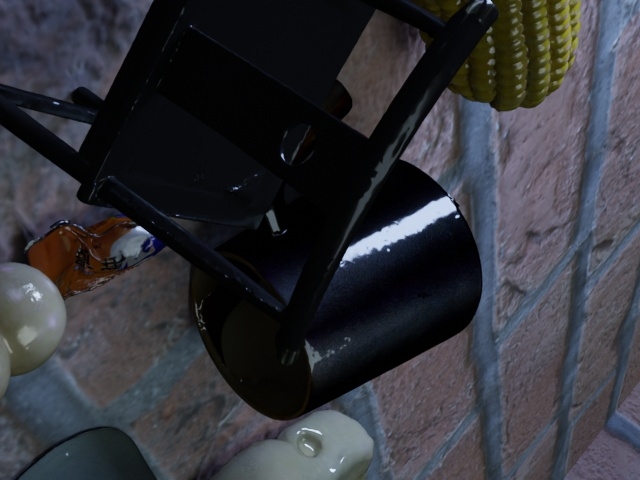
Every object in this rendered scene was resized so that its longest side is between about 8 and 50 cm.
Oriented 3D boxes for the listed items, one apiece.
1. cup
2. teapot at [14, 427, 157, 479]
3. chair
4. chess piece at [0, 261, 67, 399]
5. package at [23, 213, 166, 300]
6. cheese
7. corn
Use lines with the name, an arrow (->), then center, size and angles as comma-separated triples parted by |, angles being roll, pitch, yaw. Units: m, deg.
cup -> -0.008, 0.006, 0.805 | 0.177, 0.239, 0.166 | -27, -176, -34
teapot -> -0.165, 0.254, 0.774 | 0.239, 0.149, 0.162 | 0, 121, -59
chair -> -0.044, -0.079, 0.471 | 0.141, 0.260, 0.154 | 7, 114, -61
chess piece -> -0.218, 0.072, 0.565 | 0.170, 0.094, 0.094 | -43, 152, -39
package -> -0.143, 0.007, 0.661 | 0.110, 0.033, 0.077 | -23, 165, -25
cheese -> -0.048, 0.281, 1.055 | 0.263, 0.093, 0.159 | -20, 135, -48
corn -> 0.122, -0.219, 0.732 | 0.130, 0.130, 0.347 | -46, 148, -17
